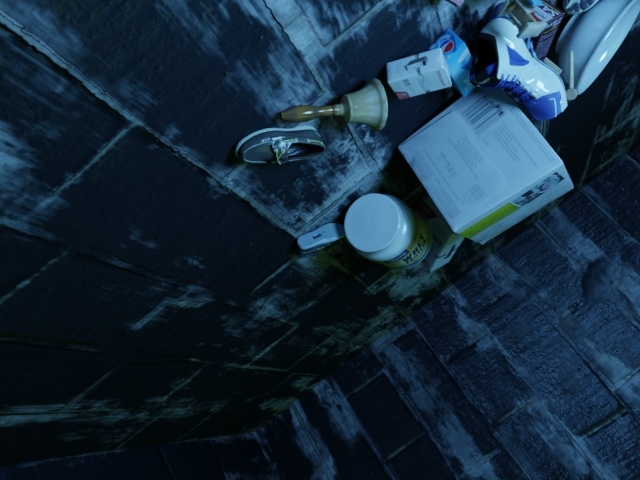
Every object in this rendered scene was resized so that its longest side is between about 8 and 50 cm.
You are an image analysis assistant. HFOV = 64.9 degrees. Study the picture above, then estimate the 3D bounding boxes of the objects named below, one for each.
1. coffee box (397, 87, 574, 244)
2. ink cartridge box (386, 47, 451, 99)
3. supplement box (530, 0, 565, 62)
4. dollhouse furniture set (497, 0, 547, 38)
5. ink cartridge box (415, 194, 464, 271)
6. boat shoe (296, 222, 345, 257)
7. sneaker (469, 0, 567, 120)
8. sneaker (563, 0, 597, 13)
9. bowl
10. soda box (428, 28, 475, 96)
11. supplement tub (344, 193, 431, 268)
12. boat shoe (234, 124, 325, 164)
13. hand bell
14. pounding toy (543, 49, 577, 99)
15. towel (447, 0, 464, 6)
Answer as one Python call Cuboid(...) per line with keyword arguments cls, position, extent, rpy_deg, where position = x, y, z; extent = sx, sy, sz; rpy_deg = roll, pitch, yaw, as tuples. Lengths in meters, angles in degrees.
Cuboid(cls="coffee box", position=(0.513, -0.227, 1.552), extent=(0.338, 0.337, 0.334), rpy_deg=(-37, 156, 23))
Cuboid(cls="ink cartridge box", position=(0.241, -0.405, 1.230), extent=(0.135, 0.056, 0.099), rpy_deg=(-9, 164, 24))
Cuboid(cls="supplement box", position=(0.545, -0.530, 1.361), extent=(0.073, 0.130, 0.239), rpy_deg=(-32, 155, -14))
Cuboid(cls="dollhouse furniture set", position=(0.467, -0.569, 1.120), extent=(0.129, 0.183, 0.129), rpy_deg=(-19, 161, -31))
Cuboid(cls="ink cartridge box", position=(0.463, -0.034, 2.028), extent=(0.114, 0.197, 0.272), rpy_deg=(-23, 152, -24))
Cuboid(cls="boat shoe", position=(0.000, 0.000, 1.701), extent=(0.184, 0.065, 0.083), rpy_deg=(-18, 152, -20))
Cuboid(cls="sneaker", position=(0.479, -0.422, 1.289), extent=(0.182, 0.315, 0.127), rpy_deg=(-43, -162, -16))
Cuboid(cls="sneaker", position=(0.768, -0.735, 1.350), extent=(0.275, 0.107, 0.110), rpy_deg=(-46, 172, 31))
Cuboid(cls="bowl", position=(0.803, -0.601, 1.507), extent=(0.298, 0.134, 0.297), rpy_deg=(-42, 156, -24))
Cuboid(cls="soda box", position=(0.360, -0.464, 1.329), extent=(0.071, 0.067, 0.210), rpy_deg=(-43, 154, 17))
Cuboid(cls="supplement tub", position=(0.234, -0.029, 1.732), extent=(0.228, 0.228, 0.316), rpy_deg=(-43, 153, 15))
Cuboid(cls="boat shoe", position=(-0.091, -0.222, 1.202), extent=(0.228, 0.068, 0.081), rpy_deg=(-19, 150, -30))
Cuboid(cls="hand bell", position=(0.023, -0.305, 1.185), extent=(0.242, 0.126, 0.126), rpy_deg=(-12, 148, -18))
Cuboid(cls="pounding toy", position=(0.672, -0.485, 1.490), extent=(0.181, 0.206, 0.094), rpy_deg=(-51, 168, 29))
Cuboid(cls="towel", position=(0.317, -0.625, 0.957), extent=(0.237, 0.037, 0.329), rpy_deg=(-10, 143, -51))
